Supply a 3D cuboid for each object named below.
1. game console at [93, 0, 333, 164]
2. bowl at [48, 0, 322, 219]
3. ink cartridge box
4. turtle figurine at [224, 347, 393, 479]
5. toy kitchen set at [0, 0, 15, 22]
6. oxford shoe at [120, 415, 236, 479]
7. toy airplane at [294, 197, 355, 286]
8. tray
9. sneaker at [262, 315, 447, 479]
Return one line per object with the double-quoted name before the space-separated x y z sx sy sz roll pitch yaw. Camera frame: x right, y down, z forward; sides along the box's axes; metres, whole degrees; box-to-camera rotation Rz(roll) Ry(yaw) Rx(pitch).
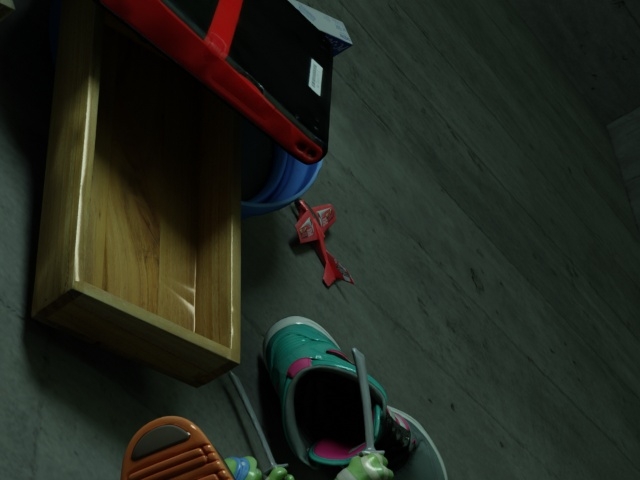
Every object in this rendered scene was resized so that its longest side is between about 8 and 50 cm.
"game console" -0.123 -0.255 1.623 0.342 0.060 0.386 42 19 -16
"bowl" -0.157 -0.197 1.762 0.391 0.077 0.391 31 43 -33
"ink cartridge box" -0.041 -0.306 2.207 0.207 0.097 0.046 8 56 -62
"turtle figurine" 0.020 0.268 1.513 0.266 0.198 0.274 52 28 -20
"toy kitchen set" -0.344 -0.198 1.457 0.068 0.075 0.083 21 41 -56
"oxford shoe" -0.082 0.332 1.345 0.133 0.130 0.363 -3 73 -77
"toy airplane" 0.000 0.000 2.016 0.151 0.028 0.151 45 28 -32
"tray" -0.180 -0.070 1.510 0.203 0.076 0.410 29 45 -35
"sneaker" 0.050 0.223 1.678 0.295 0.124 0.178 47 7 -14
